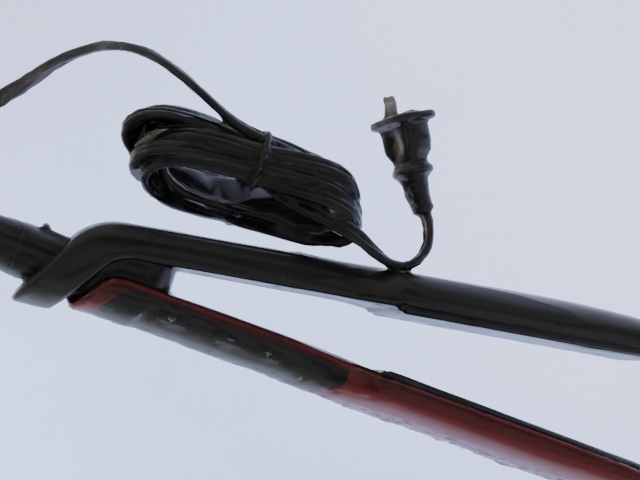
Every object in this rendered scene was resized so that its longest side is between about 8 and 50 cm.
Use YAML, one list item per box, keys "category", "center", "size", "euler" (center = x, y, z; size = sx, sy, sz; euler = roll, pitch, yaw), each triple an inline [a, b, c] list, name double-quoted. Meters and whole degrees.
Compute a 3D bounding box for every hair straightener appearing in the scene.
- category: "hair straightener"
  center: [0.000, 0.000, 0.550]
  size: [0.047, 0.230, 0.089]
  euler: [153, -45, -80]
